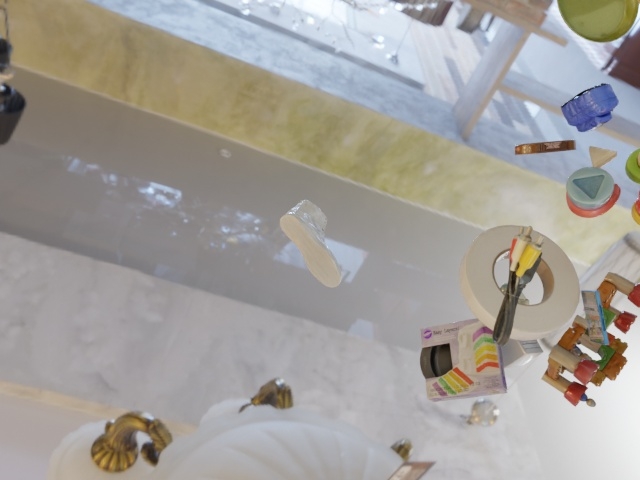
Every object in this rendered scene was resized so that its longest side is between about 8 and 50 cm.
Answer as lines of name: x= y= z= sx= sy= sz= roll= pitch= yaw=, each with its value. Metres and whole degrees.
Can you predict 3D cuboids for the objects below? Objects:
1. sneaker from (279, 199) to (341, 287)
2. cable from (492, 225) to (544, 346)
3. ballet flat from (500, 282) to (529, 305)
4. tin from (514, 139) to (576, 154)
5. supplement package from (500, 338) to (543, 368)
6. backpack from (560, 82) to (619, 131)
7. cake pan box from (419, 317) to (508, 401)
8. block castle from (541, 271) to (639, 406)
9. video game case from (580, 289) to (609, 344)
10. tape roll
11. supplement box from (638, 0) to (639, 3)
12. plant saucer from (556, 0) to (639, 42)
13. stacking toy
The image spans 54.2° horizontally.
sneaker: x=0.000 y=0.000 z=2.071 sx=0.293 sy=0.108 sz=0.169 roll=57 pitch=-146 yaw=-12
cable: x=0.449 y=0.101 z=1.486 sx=0.072 sy=0.288 sz=0.139 roll=21 pitch=-170 yaw=-11
ballet flat: x=0.742 y=0.228 z=2.336 sx=0.213 sy=0.068 sz=0.072 roll=41 pitch=-123 yaw=-37
tin: x=0.696 y=-0.289 z=1.937 sx=0.189 sy=0.040 sz=0.106 roll=-6 pitch=-177 yaw=-6
supplement package: x=0.640 y=0.323 z=2.101 sx=0.105 sy=0.105 sz=0.179 roll=3 pitch=-127 yaw=-39
backpack: x=0.714 y=-0.347 z=1.630 sx=0.097 sy=0.120 sz=0.101 roll=-23 pitch=-100 yaw=-26
cake pan box: x=0.462 y=0.390 z=2.056 sx=0.070 sy=0.266 sz=0.246 roll=39 pitch=-136 yaw=-50
block castle: x=1.017 y=0.369 z=2.268 sx=0.212 sy=0.303 sz=0.453 roll=33 pitch=-113 yaw=28
video game case: x=0.865 y=0.240 z=1.974 sx=0.015 sy=0.167 sz=0.119 roll=-9 pitch=177 yaw=1
tape roll: x=0.645 y=0.130 z=2.032 sx=0.391 sy=0.072 sz=0.393 roll=3 pitch=-119 yaw=-6
supplement box: x=0.615 y=-0.458 z=1.117 sx=0.043 sy=0.055 sz=0.083 roll=30 pitch=170 yaw=-39
plant saucer: x=0.721 y=-0.633 z=1.646 sx=0.240 sy=0.241 sz=0.037 roll=20 pitch=174 yaw=-10
stacking toy: x=0.889 y=-0.194 z=1.832 sx=0.308 sy=0.130 sz=0.280 roll=9 pitch=-116 yaw=28
